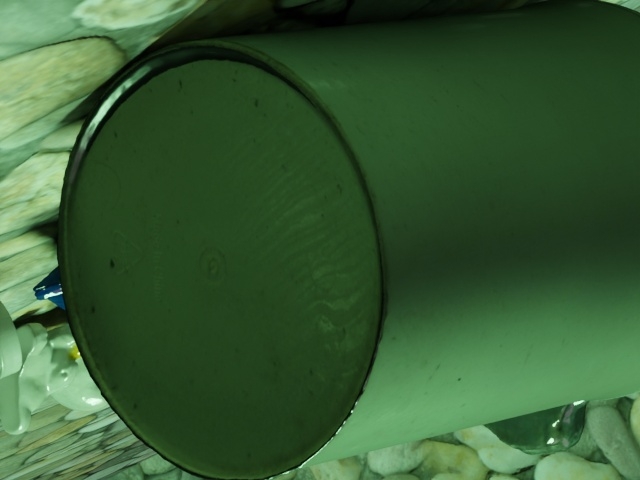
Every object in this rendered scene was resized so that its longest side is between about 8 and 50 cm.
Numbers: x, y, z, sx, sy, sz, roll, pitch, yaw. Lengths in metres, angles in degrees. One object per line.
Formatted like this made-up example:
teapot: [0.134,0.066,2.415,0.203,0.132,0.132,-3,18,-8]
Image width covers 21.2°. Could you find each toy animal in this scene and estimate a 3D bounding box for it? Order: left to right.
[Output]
toy animal: [-0.224,0.101,1.548,0.127,0.131,0.182,13,-173,36]

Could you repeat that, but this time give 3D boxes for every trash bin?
trash bin: [0.077,-0.011,1.075,0.280,0.280,0.432,-32,165,39]

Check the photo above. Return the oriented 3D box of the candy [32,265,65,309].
candy: [-0.120,0.018,1.324,0.187,0.077,0.331,-22,173,-6]

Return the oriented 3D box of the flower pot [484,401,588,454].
flower pot: [0.179,0.032,1.499,0.299,0.299,0.283,-31,173,36]

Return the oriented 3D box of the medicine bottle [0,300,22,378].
medicine bottle: [-0.295,0.091,1.251,0.140,0.079,0.079,-20,170,-29]
